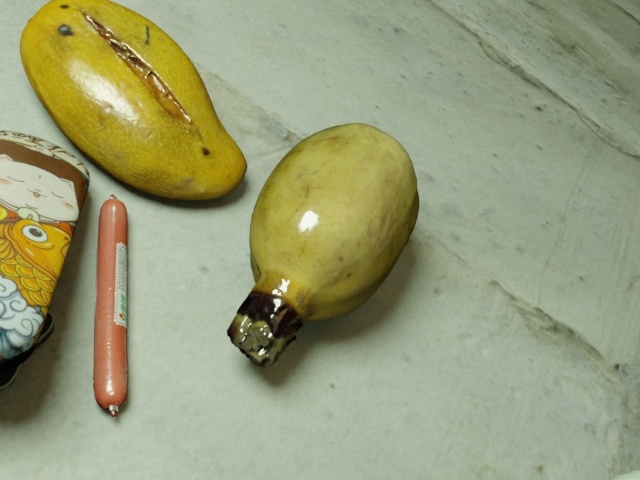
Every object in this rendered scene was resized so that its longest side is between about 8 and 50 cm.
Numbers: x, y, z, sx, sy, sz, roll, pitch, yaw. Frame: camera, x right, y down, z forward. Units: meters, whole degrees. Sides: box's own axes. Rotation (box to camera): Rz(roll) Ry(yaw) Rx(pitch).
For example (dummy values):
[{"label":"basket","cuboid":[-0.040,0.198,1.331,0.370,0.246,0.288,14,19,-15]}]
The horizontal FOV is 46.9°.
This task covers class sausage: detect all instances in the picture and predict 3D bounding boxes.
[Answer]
[{"label":"sausage","cuboid":[-0.209,0.055,0.737,0.034,0.034,0.253,7,55,-24]}]

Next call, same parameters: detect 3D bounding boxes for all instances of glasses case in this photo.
[{"label":"glasses case","cuboid":[-0.287,-0.007,0.659,0.122,0.082,0.321,18,29,-18]}]

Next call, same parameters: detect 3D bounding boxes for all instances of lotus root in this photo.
[{"label":"lotus root","cuboid":[0.000,0.000,0.795,0.183,0.182,0.310,35,51,-1]}]

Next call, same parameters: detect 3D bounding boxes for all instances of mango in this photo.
[{"label":"mango","cuboid":[-0.210,-0.162,0.837,0.295,0.120,0.177,42,50,4]}]

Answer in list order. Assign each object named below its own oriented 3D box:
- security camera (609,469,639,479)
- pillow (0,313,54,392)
[{"label":"security camera","cuboid":[0.280,0.344,0.689,0.236,0.194,0.194,-16,66,-36]},{"label":"pillow","cuboid":[-0.315,0.072,0.655,0.136,0.055,0.091,28,67,-5]}]
